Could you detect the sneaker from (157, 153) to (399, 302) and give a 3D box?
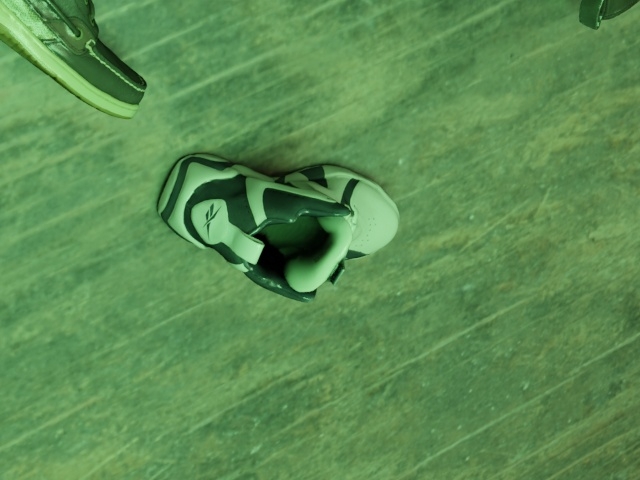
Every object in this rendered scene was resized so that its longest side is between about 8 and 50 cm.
[{"bbox_3d":[0.000,0.000,1.367,0.235,0.153,0.094,15,107,-42],"label":"sneaker"}]

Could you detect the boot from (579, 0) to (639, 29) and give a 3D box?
[{"bbox_3d":[0.294,-0.335,1.450,0.263,0.091,0.229,-46,147,-21],"label":"boot"}]

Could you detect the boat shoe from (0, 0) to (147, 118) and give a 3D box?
[{"bbox_3d":[-0.192,-0.164,1.173,0.073,0.080,0.223,-49,130,5],"label":"boat shoe"}]
